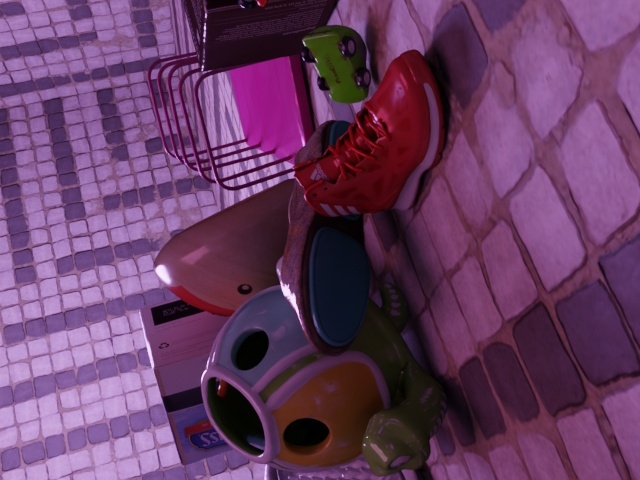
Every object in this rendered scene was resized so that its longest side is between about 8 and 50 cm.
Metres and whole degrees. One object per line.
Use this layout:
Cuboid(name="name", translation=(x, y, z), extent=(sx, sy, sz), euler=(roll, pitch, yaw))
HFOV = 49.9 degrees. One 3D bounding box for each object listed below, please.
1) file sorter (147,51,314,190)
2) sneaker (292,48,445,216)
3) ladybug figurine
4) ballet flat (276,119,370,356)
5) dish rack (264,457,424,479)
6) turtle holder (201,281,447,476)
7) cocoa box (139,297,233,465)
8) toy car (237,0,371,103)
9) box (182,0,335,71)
Cuboid(name="file sorter", translation=(-0.161, -0.217, 1.171), extent=(0.291, 0.182, 0.202), euler=(31, 137, 58))
Cuboid(name="sneaker", translation=(0.041, -0.085, 0.682), extent=(0.221, 0.128, 0.087), euler=(92, 159, -56))
Cuboid(name="ladybug figurine", translation=(-0.117, 0.018, 1.144), extent=(0.161, 0.305, 0.449), euler=(63, 172, -7))
Cuboid(name="ballet flat", translation=(0.000, 0.000, 0.823), extent=(0.106, 0.108, 0.315), euler=(-27, 43, 41))
Cuboid(name="dish rack", translation=(0.039, 0.386, 1.100), extent=(0.285, 0.072, 0.333), euler=(-56, 31, 15))
Cuboid(name="turtle holder", translation=(0.000, 0.192, 0.868), extent=(0.320, 0.228, 0.243), euler=(43, 136, 26))
Cuboid(name="cocoa box", translation=(-0.139, 0.225, 1.316), extent=(0.231, 0.347, 0.227), euler=(-130, 28, -60))
Cuboid(name="toy car", translation=(-0.003, -0.247, 0.740), extent=(0.225, 0.239, 0.053), euler=(58, -134, -41))
Cuboid(name="box", translation=(-0.090, -0.340, 0.881), extent=(0.203, 0.167, 0.168), euler=(149, 106, -77))
